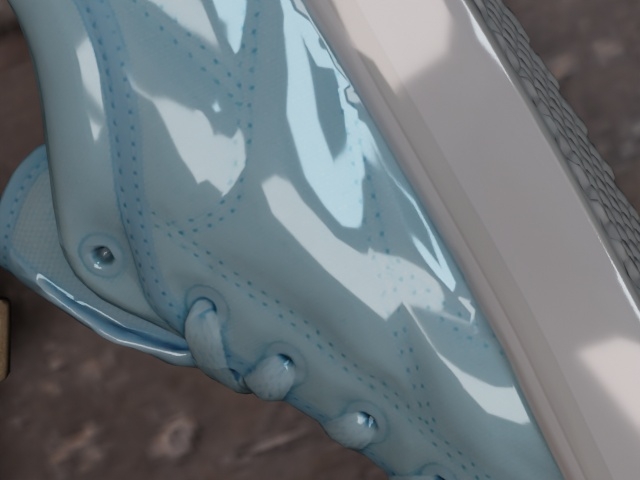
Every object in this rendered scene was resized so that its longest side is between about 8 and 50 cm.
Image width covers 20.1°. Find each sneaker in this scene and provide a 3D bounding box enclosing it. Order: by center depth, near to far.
[{"bbox_3d":[0.000,0.000,0.492,0.150,0.135,0.366,-31,84,14],"label":"sneaker"}]

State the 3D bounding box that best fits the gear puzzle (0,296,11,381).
[{"bbox_3d":[-0.182,0.145,0.557,0.175,0.044,0.339,3,99,2],"label":"gear puzzle"}]
